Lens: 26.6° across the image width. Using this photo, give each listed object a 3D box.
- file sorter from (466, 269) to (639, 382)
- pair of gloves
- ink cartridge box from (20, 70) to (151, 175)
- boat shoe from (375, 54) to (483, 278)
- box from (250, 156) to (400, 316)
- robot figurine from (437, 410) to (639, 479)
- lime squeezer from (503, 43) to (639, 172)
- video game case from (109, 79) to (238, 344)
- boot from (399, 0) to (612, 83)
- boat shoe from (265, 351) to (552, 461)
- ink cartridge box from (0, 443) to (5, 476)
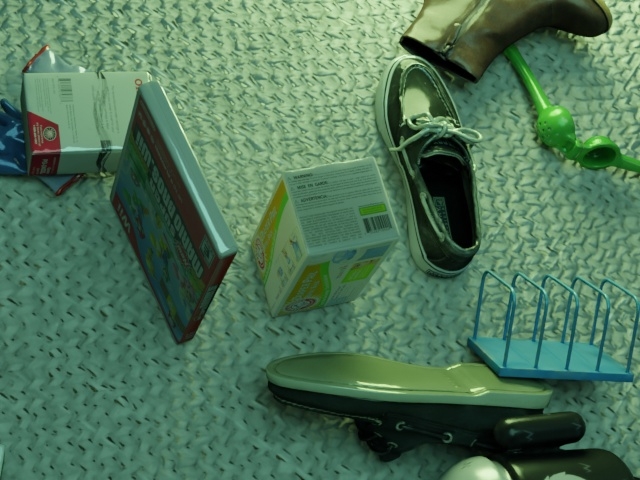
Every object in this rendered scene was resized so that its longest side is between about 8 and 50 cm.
[{"bbox_3d":[0.282,0.100,1.623,0.170,0.118,0.104,5,103,-14],"label":"file sorter"},{"bbox_3d":[-0.328,-0.141,1.631,0.159,0.023,0.198,38,62,4],"label":"pair of gloves"},{"bbox_3d":[-0.272,-0.138,1.595,0.150,0.063,0.109,-3,66,-18],"label":"ink cartridge box"},{"bbox_3d":[0.143,-0.110,1.702,0.113,0.105,0.306,2,67,-15],"label":"boat shoe"},{"bbox_3d":[0.000,0.000,1.560,0.114,0.203,0.103,-11,70,-18],"label":"box"},{"bbox_3d":[0.253,0.320,1.509,0.278,0.173,0.209,0,50,-16],"label":"robot figurine"},{"bbox_3d":[0.355,-0.141,1.815,0.310,0.059,0.110,36,33,3],"label":"lime squeezer"},{"bbox_3d":[-0.166,-0.021,1.476,0.025,0.285,0.204,-21,74,-22],"label":"video game case"},{"bbox_3d":[0.250,-0.282,1.819,0.248,0.090,0.207,27,63,5],"label":"boot"},{"bbox_3d":[0.097,0.201,1.557,0.340,0.127,0.113,4,105,-21],"label":"boat shoe"},{"bbox_3d":[-0.397,0.309,1.395,0.109,0.062,0.209,10,65,-11],"label":"ink cartridge box"}]
